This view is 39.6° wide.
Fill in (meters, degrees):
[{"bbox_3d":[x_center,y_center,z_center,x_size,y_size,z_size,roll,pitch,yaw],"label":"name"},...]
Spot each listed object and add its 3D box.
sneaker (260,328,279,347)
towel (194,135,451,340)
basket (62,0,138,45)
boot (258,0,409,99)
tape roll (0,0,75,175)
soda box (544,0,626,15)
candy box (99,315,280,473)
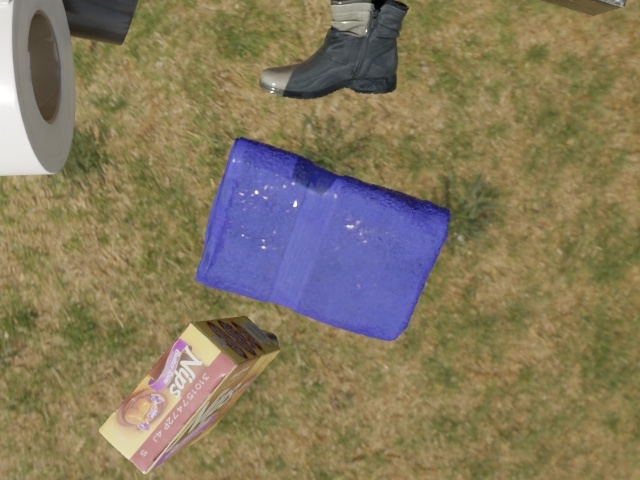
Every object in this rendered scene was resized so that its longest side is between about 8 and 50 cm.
[{"bbox_3d":[-0.134,0.180,1.515,0.089,0.170,0.051,-14,98,-32],"label":"sneaker"},{"bbox_3d":[0.000,0.000,1.212,0.308,0.076,0.228,19,119,-3],"label":"towel"},{"bbox_3d":[-0.406,-0.406,1.407,0.226,0.154,0.205,18,94,-19],"label":"basket"},{"bbox_3d":[0.019,-0.323,1.452,0.246,0.083,0.161,-6,123,-12],"label":"boot"},{"bbox_3d":[-0.408,-0.227,1.173,0.100,0.286,0.286,-1,112,0],"label":"tape roll"},{"bbox_3d":[0.056,-0.149,0.390,0.168,0.060,0.053,18,102,1],"label":"soda box"},{"bbox_3d":[-0.100,0.119,0.737,0.053,0.186,0.109,41,92,6],"label":"candy box"}]
